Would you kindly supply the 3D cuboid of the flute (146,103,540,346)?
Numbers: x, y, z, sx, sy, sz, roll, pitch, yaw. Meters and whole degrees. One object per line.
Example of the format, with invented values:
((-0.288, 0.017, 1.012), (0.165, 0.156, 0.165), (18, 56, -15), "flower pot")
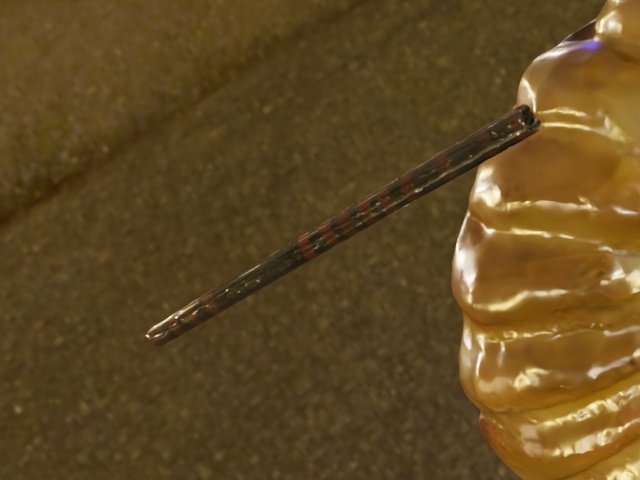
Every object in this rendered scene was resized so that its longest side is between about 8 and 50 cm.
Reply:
((0.000, 0.000, 0.722), (0.269, 0.014, 0.014), (-31, 28, 44), "flute")

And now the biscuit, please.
((0.221, 0.010, 0.805), (0.325, 0.326, 0.107), (-38, 32, -5), "biscuit")
